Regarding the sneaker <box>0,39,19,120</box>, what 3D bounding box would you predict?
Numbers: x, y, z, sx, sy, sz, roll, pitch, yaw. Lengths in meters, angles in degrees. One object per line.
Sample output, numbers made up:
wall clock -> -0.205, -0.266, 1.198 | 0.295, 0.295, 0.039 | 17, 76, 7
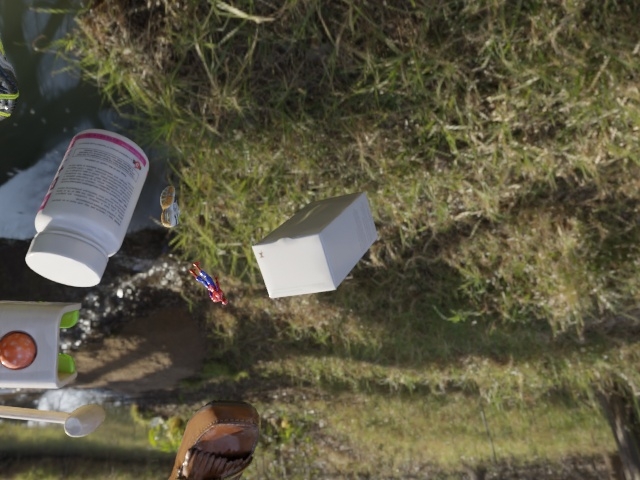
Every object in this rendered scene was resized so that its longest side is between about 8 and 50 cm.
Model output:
sneaker -> -0.520, -0.299, 0.793 | 0.145, 0.147, 0.384 | -7, 160, -33

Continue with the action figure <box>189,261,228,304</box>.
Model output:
action figure -> -0.239, 0.096, 1.208 | 0.038, 0.115, 0.030 | -52, 158, 24

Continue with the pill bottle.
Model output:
pill bottle -> -0.454, -0.064, 1.089 | 0.160, 0.283, 0.160 | 6, 149, 4

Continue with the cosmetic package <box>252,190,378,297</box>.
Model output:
cosmetic package -> 0.000, 0.000, 1.478 | 0.196, 0.155, 0.365 | -9, -162, 27

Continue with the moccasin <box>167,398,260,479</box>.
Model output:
moccasin -> -0.206, 0.421, 0.983 | 0.139, 0.147, 0.380 | 21, 122, -23

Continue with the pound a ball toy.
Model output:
pound a ball toy -> -0.506, 0.199, 0.855 | 0.319, 0.208, 0.136 | 3, 178, -3

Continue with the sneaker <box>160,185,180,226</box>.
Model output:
sneaker -> -0.304, -0.070, 1.130 | 0.031, 0.083, 0.037 | 8, -175, 25
